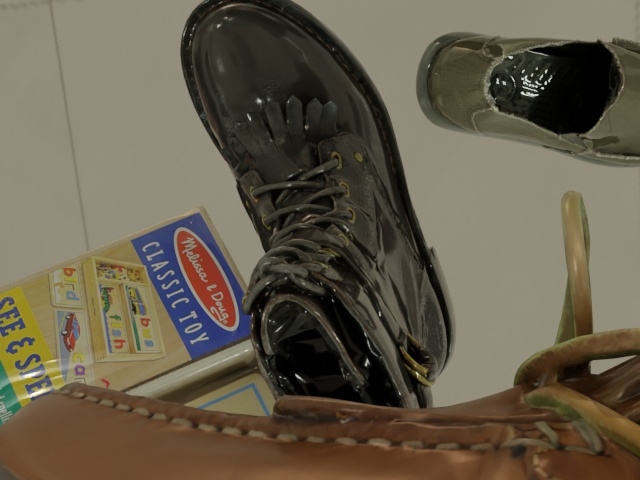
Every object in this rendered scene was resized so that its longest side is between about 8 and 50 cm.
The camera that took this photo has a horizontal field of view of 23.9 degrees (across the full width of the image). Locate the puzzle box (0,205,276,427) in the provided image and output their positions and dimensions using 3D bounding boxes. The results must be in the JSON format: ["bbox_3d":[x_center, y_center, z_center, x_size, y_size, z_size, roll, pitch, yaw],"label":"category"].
[{"bbox_3d":[-0.095,0.197,0.761,0.272,0.409,0.052,-23,153,-15],"label":"puzzle box"}]

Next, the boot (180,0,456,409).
[{"bbox_3d":[0.000,0.000,0.713,0.091,0.229,0.263,-29,96,11],"label":"boot"}]

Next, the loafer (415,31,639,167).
[{"bbox_3d":[0.193,-0.094,1.047,0.251,0.087,0.094,1,99,-20],"label":"loafer"}]

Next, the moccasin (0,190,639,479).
[{"bbox_3d":[0.073,0.081,0.340,0.147,0.380,0.139,-55,129,-34],"label":"moccasin"}]
